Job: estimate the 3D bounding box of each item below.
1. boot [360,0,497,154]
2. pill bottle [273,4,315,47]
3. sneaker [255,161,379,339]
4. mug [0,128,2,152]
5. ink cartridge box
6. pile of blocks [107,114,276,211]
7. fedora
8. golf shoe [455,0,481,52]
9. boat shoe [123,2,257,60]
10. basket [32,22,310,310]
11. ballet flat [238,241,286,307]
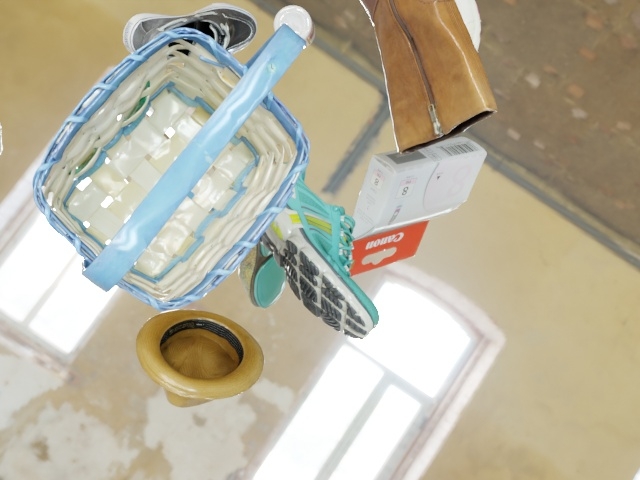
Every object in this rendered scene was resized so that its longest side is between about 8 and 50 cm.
[{"bbox_3d":[0.125,-0.258,0.935,0.096,0.280,0.264,-2,-17,-37],"label":"boot"},{"bbox_3d":[-0.056,-0.481,2.060,0.086,0.086,0.152,35,6,1],"label":"pill bottle"},{"bbox_3d":[0.000,0.000,1.143,0.275,0.110,0.107,56,-22,25],"label":"sneaker"},{"bbox_3d":[-0.628,-0.184,1.678,0.062,0.078,0.064,-115,-160,-50],"label":"mug"},{"bbox_3d":[0.127,-0.033,1.320,0.066,0.189,0.232,41,-49,35],"label":"ink cartridge box"},{"bbox_3d":[-0.201,-0.106,1.581,0.362,0.148,0.113,19,-6,25],"label":"pile of blocks"},{"bbox_3d":[-0.175,0.178,1.281,0.194,0.079,0.194,15,30,-9],"label":"fedora"},{"bbox_3d":[0.263,-0.407,1.955,0.140,0.306,0.115,10,-4,-37],"label":"golf shoe"},{"bbox_3d":[-0.220,-0.386,1.706,0.102,0.108,0.301,27,28,37],"label":"boat shoe"},{"bbox_3d":[-0.131,-0.061,0.808,0.201,0.254,0.289,42,-15,-16],"label":"basket"},{"bbox_3d":[-0.129,0.007,1.851,0.123,0.123,0.348,31,-31,18],"label":"ballet flat"}]
